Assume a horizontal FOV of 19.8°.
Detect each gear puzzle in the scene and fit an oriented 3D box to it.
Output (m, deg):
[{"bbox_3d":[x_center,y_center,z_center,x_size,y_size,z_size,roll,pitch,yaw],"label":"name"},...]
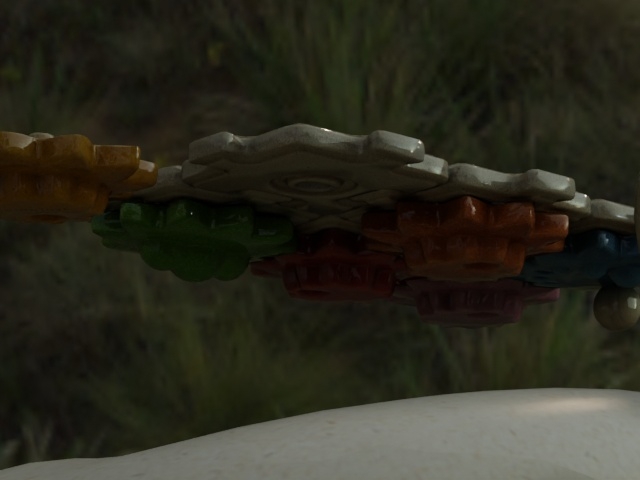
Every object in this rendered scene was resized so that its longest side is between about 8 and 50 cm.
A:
[{"bbox_3d":[0.000,0.000,0.747,0.339,0.044,0.175,12,-16,-37],"label":"gear puzzle"}]

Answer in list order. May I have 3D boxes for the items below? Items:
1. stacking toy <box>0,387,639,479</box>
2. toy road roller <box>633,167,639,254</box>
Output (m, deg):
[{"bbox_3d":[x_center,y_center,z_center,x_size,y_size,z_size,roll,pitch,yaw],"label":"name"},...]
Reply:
[{"bbox_3d":[0.033,0.302,0.397,0.351,0.350,0.480,-13,64,-10],"label":"stacking toy"},{"bbox_3d":[0.260,0.051,0.537,0.329,0.240,0.202,-6,28,-18],"label":"toy road roller"}]
